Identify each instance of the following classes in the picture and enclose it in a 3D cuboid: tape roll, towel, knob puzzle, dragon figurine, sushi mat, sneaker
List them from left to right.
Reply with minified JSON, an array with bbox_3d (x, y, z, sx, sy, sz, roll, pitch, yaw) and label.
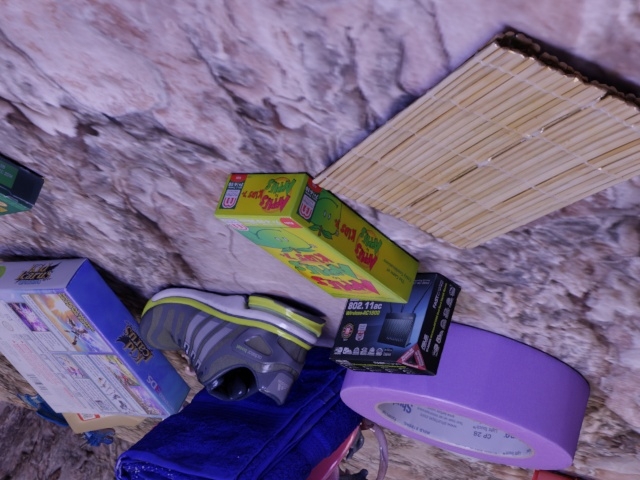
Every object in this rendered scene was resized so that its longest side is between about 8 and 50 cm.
[{"bbox_3d":[-0.430,0.247,1.870,0.289,0.144,0.085,25,180,-43],"label":"dragon figurine"},{"bbox_3d":[-0.325,0.219,1.801,0.213,0.030,0.213,-1,130,-1],"label":"knob puzzle"},{"bbox_3d":[-0.131,0.132,1.433,0.300,0.121,0.111,-2,152,46],"label":"sneaker"},{"bbox_3d":[-0.081,0.220,1.438,0.228,0.308,0.076,9,120,33],"label":"towel"},{"bbox_3d":[0.165,0.179,1.335,0.275,0.090,0.275,16,162,5],"label":"tape roll"},{"bbox_3d":[0.114,-0.056,0.804,0.151,0.019,0.316,24,161,-14],"label":"sushi mat"}]

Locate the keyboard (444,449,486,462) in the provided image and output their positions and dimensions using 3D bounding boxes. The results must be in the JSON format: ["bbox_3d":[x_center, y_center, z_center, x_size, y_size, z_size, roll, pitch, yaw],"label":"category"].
[{"bbox_3d":[0.177,0.306,1.827,0.256,0.014,0.072,29,154,-30],"label":"keyboard"}]

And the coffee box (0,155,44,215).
[{"bbox_3d":[-0.387,-0.066,1.235,0.113,0.040,0.184,31,158,-32],"label":"coffee box"}]

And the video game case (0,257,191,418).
[{"bbox_3d":[-0.345,0.138,1.597,0.244,0.061,0.269,-2,134,36],"label":"video game case"}]

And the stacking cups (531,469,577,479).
[{"bbox_3d":[0.473,0.436,1.776,0.316,0.096,0.096,15,162,10],"label":"stacking cups"}]

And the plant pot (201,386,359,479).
[{"bbox_3d":[-0.074,0.263,1.637,0.180,0.201,0.201,39,171,24],"label":"plant pot"}]

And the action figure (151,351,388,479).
[{"bbox_3d":[-0.096,0.291,1.850,0.370,0.248,0.276,9,-173,23],"label":"action figure"}]

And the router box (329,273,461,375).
[{"bbox_3d":[0.072,0.082,1.134,0.038,0.092,0.122,32,157,-35],"label":"router box"}]

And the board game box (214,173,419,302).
[{"bbox_3d":[0.000,0.000,1.043,0.092,0.043,0.181,2,156,41],"label":"board game box"}]
